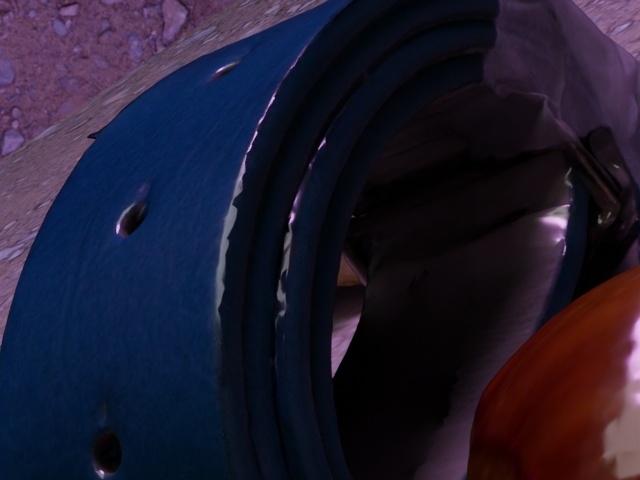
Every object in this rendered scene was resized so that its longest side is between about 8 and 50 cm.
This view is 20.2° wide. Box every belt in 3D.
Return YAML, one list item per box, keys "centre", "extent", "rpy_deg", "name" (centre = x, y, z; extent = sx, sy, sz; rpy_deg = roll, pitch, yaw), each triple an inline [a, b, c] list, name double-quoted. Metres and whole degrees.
- centre: [0.034, 0.040, 0.838]
  extent: [0.173, 0.300, 0.436]
  rpy_deg: [-19, 22, 34]
  name: "belt"

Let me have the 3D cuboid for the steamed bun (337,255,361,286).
- centre: [0.000, 0.000, 1.415]
  extent: [0.177, 0.106, 0.192]
  rpy_deg: [-31, 6, 12]
  name: "steamed bun"

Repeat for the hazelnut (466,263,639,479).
- centre: [0.149, 0.102, 0.641]
  extent: [0.181, 0.212, 0.181]
  rpy_deg: [-5, -26, -25]
  name: "hazelnut"
